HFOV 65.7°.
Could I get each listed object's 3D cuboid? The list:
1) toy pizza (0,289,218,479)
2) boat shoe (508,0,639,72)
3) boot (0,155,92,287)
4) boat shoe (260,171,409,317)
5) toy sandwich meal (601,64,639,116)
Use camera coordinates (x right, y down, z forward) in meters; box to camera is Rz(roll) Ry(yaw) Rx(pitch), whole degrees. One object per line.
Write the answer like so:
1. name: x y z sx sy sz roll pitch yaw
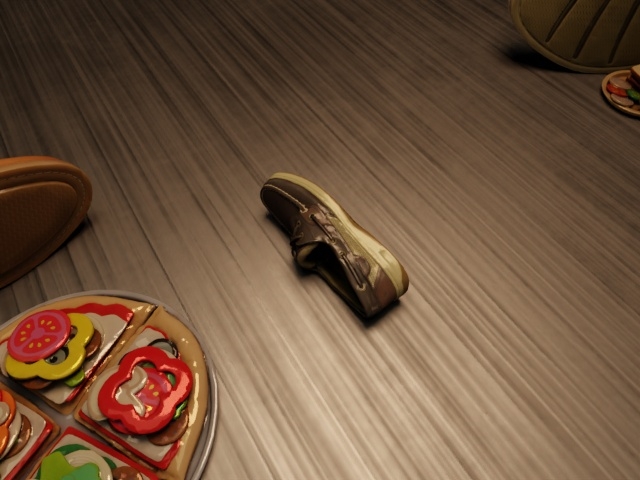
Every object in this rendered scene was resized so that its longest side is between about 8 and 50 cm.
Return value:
1. toy pizza: -0.169 0.116 0.327 0.201 0.032 0.201 0 54 0
2. boat shoe: 0.349 -0.258 0.554 0.302 0.113 0.103 8 53 -7
3. boot: -0.356 -0.037 0.410 0.283 0.109 0.220 -33 56 -13
4. boat shoe: 0.000 0.000 0.395 0.152 0.056 0.049 38 58 24
5. toy sandwich meal: 0.346 -0.164 0.527 0.085 0.029 0.086 0 54 0
